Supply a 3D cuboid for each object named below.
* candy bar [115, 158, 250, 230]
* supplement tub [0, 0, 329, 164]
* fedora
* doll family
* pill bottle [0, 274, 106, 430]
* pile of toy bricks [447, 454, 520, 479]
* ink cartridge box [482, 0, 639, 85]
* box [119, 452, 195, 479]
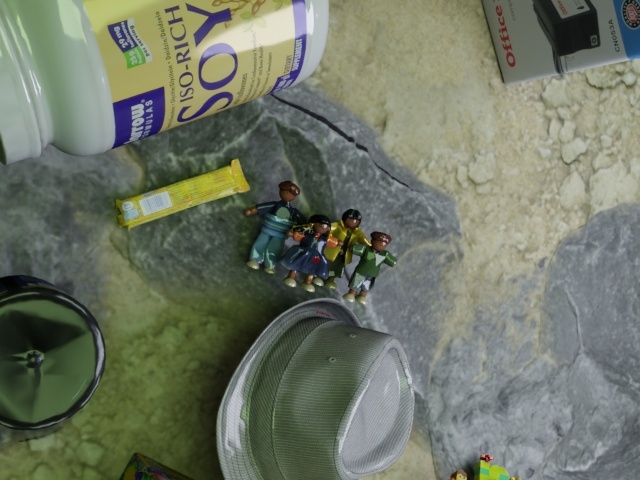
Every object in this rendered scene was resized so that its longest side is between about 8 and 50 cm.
[{"bbox_3d":[-0.158,-0.053,0.948,0.162,0.018,0.040,-21,97,-23],"label":"candy bar"},{"bbox_3d":[-0.186,-0.224,0.807,0.331,0.241,0.241,-24,102,-23],"label":"supplement tub"},{"bbox_3d":[0.020,0.192,0.928,0.275,0.124,0.243,-34,118,-50],"label":"fedora"},{"bbox_3d":[0.000,0.000,0.993,0.193,0.076,0.111,14,105,-30],"label":"doll family"},{"bbox_3d":[-0.285,0.096,0.783,0.123,0.219,0.122,-1,92,-25],"label":"pill bottle"},{"bbox_3d":[0.230,0.344,1.113,0.212,0.118,0.105,23,50,-15],"label":"pile of toy bricks"},{"bbox_3d":[0.336,-0.330,1.013,0.129,0.307,0.223,-22,101,-21],"label":"ink cartridge box"},{"bbox_3d":[-0.156,0.412,0.825,0.177,0.279,0.290,33,79,-22],"label":"box"}]
